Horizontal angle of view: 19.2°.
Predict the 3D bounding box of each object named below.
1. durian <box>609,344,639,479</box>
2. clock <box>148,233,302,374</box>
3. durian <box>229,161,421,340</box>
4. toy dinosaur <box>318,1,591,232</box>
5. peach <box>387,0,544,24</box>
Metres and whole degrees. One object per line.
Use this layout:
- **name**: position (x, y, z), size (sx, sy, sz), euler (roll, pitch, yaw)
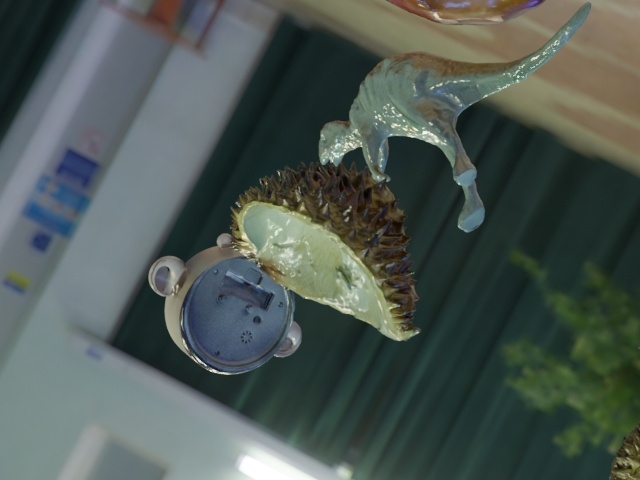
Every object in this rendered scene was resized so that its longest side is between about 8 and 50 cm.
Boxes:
- **durian**: position (0.315, 0.210, 1.563), size (0.137, 0.237, 0.193), euler (7, -172, 22)
- **clock**: position (-0.108, 0.083, 2.300), size (0.229, 0.156, 0.063), euler (32, -179, -31)
- **durian**: position (0.000, 0.000, 1.771), size (0.252, 0.139, 0.144), euler (18, -164, 32)
- **toy dinosaur**: position (0.130, -0.130, 1.964), size (0.092, 0.393, 0.205), euler (-5, -119, -39)
- **peach**: position (0.141, -0.336, 1.548), size (0.281, 0.281, 0.338), euler (28, 153, -17)
